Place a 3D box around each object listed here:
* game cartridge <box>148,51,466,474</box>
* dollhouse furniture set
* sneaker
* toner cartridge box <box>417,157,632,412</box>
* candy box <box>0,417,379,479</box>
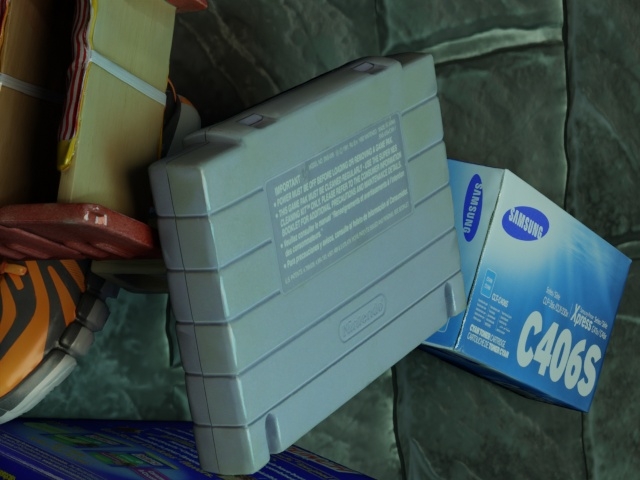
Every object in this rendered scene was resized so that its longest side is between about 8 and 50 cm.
[{"bbox_3d":[0.000,0.000,1.388,0.355,0.068,0.230,-31,112,-56],"label":"game cartridge"},{"bbox_3d":[-0.115,-0.059,1.399,0.374,0.152,0.201,28,65,-57],"label":"dollhouse furniture set"},{"bbox_3d":[-0.233,-0.028,1.442,0.180,0.125,0.321,41,59,-31],"label":"sneaker"},{"bbox_3d":[0.182,0.049,1.737,0.348,0.075,0.165,26,77,-60],"label":"toner cartridge box"},{"bbox_3d":[-0.114,0.223,1.463,0.317,0.268,0.122,5,96,-40],"label":"candy box"}]
